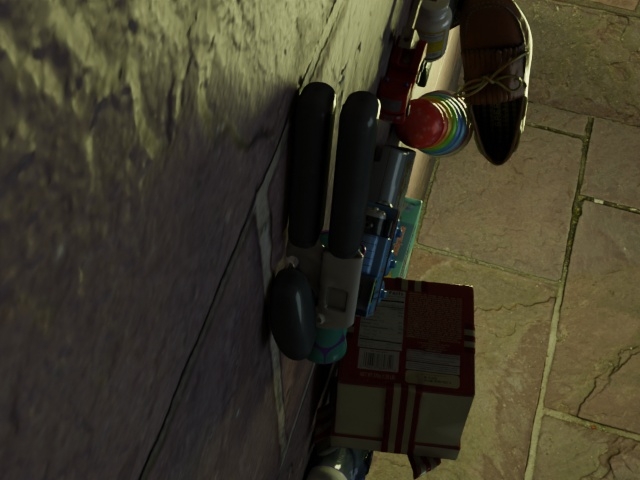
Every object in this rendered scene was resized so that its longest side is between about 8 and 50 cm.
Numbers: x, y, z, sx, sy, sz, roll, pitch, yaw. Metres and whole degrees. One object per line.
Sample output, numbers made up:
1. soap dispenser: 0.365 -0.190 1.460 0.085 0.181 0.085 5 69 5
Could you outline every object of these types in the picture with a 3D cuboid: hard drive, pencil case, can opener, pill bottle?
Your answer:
1. hard drive: 0.216 -0.375 1.709 0.135 0.022 0.094 40 65 -81
2. pencil case: 0.009 0.065 0.964 0.070 0.064 0.152 -37 144 -51
3. can opener: 0.000 0.000 0.751 0.283 0.076 0.095 95 12 -45
4. pill bottle: 0.176 -0.345 1.345 0.116 0.065 0.065 90 17 -63

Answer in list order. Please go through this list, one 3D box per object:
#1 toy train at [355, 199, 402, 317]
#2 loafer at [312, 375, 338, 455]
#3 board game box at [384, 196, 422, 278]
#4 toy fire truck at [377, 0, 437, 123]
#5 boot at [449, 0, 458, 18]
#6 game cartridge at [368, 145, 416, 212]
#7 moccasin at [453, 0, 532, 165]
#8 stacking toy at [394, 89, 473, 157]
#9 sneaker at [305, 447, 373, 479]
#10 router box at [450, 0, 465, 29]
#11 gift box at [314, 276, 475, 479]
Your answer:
1. toy train: 0.071 0.028 1.273 0.105 0.080 0.184 -4 109 -75
2. loafer: 0.045 0.303 1.619 0.251 0.087 0.094 -55 -173 -38
3. board game box: 0.124 0.110 1.757 0.336 0.079 0.254 96 12 -45
4. toy fire truck: 0.126 -0.277 1.192 0.135 0.047 0.192 88 20 -62
5. boot: 0.231 -0.446 1.508 0.189 0.076 0.209 -4 103 -68
6. game cartridge: 0.114 -0.068 1.478 0.297 0.062 0.198 -34 134 -78
7. moccasin: 0.325 -0.299 1.593 0.380 0.139 0.147 80 18 -50
8. stacking toy: 0.205 -0.223 1.614 0.330 0.141 0.141 -24 129 -70
9. sneaker: 0.042 0.508 1.731 0.236 0.130 0.323 -57 155 -53
10. router box: 0.283 -0.497 1.618 0.133 0.046 0.179 -18 -135 51
11. gift box: 0.127 0.241 1.443 0.258 0.255 0.276 91 10 -52
